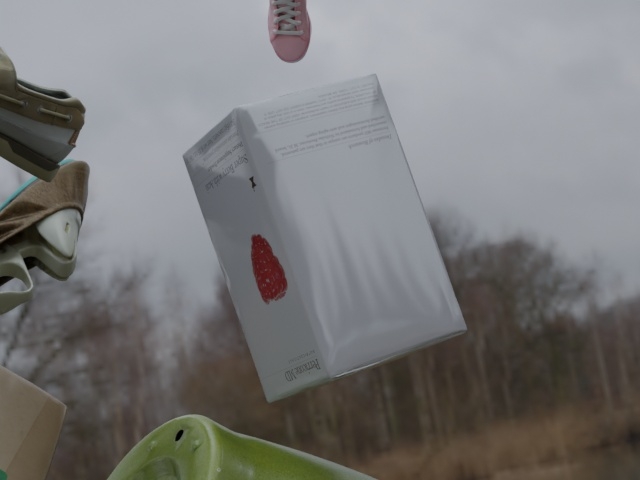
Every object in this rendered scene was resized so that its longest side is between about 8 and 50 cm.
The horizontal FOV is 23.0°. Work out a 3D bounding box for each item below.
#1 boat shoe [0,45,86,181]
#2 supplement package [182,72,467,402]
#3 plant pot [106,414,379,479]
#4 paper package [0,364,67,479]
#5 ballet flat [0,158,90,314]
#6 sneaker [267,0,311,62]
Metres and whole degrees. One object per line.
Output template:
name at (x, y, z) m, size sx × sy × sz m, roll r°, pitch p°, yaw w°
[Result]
boat shoe at (-0.390, -0.177, 1.755) m, size 0.113 × 0.103 × 0.302 m, roll 36°, pitch 2°, yaw 44°
supplement package at (0.000, 0.000, 1.674) m, size 0.175 × 0.293 × 0.177 m, roll -17°, pitch -7°, yaw -27°
plant pot at (-0.053, 0.360, 1.579) m, size 0.353 × 0.366 × 0.366 m, roll 36°, pitch -30°, yaw -25°
paper package at (-0.379, 0.292, 1.387) m, size 0.309 × 0.168 × 0.325 m, roll -56°, pitch 12°, yaw 27°
ballet flat at (-0.383, 0.021, 1.944) m, size 0.342 × 0.124 × 0.116 m, roll -36°, pitch -28°, yaw -38°
sneaker at (-0.040, -0.265, 1.742) m, size 0.051 × 0.134 × 0.070 m, roll 4°, pitch 6°, yaw 13°
